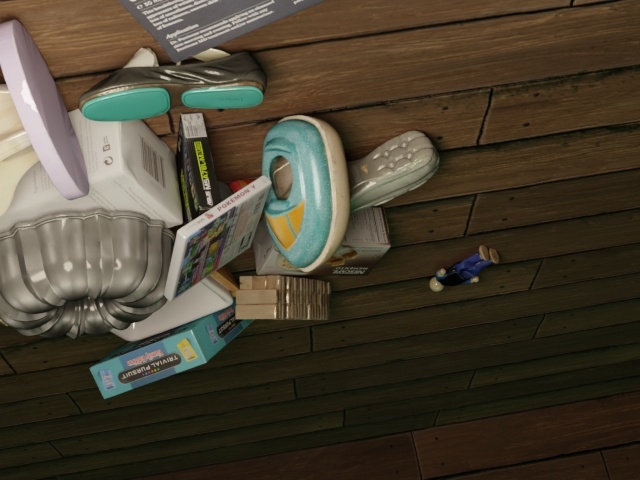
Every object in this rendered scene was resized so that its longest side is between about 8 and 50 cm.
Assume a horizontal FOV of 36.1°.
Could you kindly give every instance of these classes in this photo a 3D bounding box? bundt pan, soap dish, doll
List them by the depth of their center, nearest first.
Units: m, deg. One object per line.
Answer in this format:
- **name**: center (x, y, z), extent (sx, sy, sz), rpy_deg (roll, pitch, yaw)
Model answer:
- **bundt pan**: center (-0.398, 0.073, 1.641), extent (0.331, 0.124, 0.331), rpy_deg (-10, 158, -4)
- **soap dish**: center (-0.341, 0.084, 1.998), extent (0.291, 0.118, 0.229), rpy_deg (-21, 144, 19)
- **doll**: center (0.336, 0.076, 2.341), extent (0.129, 0.046, 0.189), rpy_deg (17, 142, -41)

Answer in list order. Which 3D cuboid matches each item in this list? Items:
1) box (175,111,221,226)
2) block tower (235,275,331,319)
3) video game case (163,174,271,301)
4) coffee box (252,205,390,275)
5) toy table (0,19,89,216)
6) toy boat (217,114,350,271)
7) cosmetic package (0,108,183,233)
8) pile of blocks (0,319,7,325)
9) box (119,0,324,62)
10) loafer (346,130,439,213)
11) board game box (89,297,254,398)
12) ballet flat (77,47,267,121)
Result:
- **box**: center (-0.209, -0.088, 1.658), extent (0.045, 0.190, 0.184), rpy_deg (-6, 153, -17)
- **block tower**: center (-0.070, 0.126, 2.112), extent (0.097, 0.090, 0.335), rpy_deg (-1, 175, 19)
- **video game case**: center (-0.169, -0.002, 1.593), extent (0.183, 0.023, 0.201), rpy_deg (-36, 163, -32)
- **coffee box**: center (0.000, 0.000, 2.006), extent (0.247, 0.098, 0.141), rpy_deg (2, 152, -22)
- **toy table**: center (-0.453, -0.161, 1.397), extent (0.161, 0.252, 0.274), rpy_deg (-18, 114, 0)
- **toy boat**: center (-0.082, -0.077, 1.709), extent (0.148, 0.267, 0.318), rpy_deg (-10, -173, -38)
- **cosmetic package**: center (-0.450, -0.072, 1.641), extent (0.385, 0.156, 0.217), rpy_deg (-16, 153, 12)
- **pile of blocks**: center (-0.659, 0.084, 1.896), extent (0.149, 0.112, 0.362), rpy_deg (39, 157, -18)
- **box**: center (-0.102, -0.405, 1.098), extent (0.343, 0.178, 0.312), rpy_deg (-19, 153, 14)
- **loafer**: center (0.071, -0.097, 1.830), extent (0.320, 0.112, 0.111), rpy_deg (-21, 148, 12)
- **board game box**: center (-0.307, 0.217, 2.142), extent (0.254, 0.079, 0.336), rpy_deg (-21, -174, 19)
- **ballet flat**: center (-0.222, -0.237, 1.468), extent (0.281, 0.096, 0.095), rpy_deg (-6, 157, -13)
